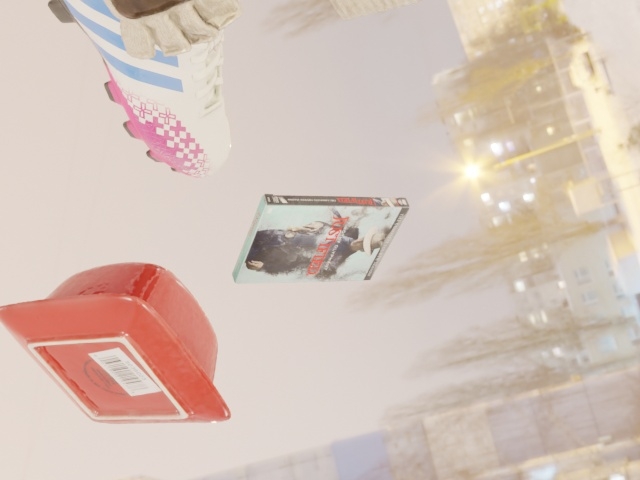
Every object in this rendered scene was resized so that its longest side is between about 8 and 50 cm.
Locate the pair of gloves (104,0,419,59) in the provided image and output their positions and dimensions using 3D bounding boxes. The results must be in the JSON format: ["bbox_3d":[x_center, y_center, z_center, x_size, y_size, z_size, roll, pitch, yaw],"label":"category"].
[{"bbox_3d":[-0.061,-0.208,0.550,0.204,0.240,0.042,65,-151,-45],"label":"pair of gloves"}]

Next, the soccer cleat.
[{"bbox_3d":[-0.137,-0.181,0.832,0.331,0.143,0.116,58,-153,-47],"label":"soccer cleat"}]

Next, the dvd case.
[{"bbox_3d":[0.000,0.000,0.676,0.119,0.087,0.013,-1,-133,-28],"label":"dvd case"}]

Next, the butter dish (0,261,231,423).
[{"bbox_3d":[-0.154,0.071,0.741,0.160,0.159,0.118,61,-144,-35],"label":"butter dish"}]
